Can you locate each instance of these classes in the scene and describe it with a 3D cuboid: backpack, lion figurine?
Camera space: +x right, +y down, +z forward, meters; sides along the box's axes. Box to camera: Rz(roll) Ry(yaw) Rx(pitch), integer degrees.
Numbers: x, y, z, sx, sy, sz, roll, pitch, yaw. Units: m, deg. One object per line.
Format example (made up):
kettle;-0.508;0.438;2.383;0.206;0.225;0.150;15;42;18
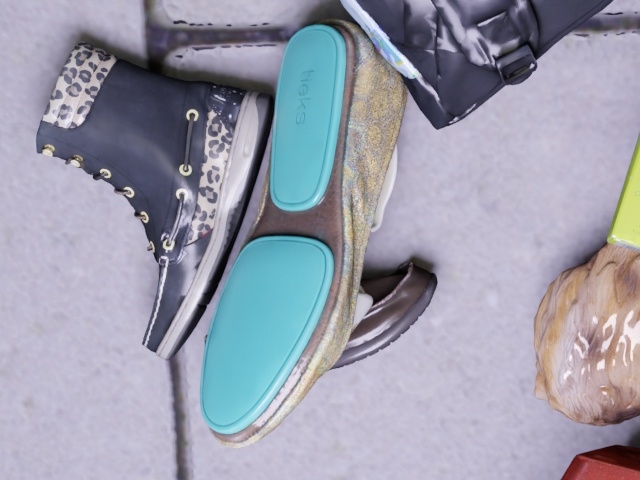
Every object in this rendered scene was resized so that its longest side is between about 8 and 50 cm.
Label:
backpack;0.067;-0.315;1.088;0.355;0.273;0.290;37;114;-25
lion figurine;0.370;0.041;1.182;0.392;0.142;0.240;4;89;11

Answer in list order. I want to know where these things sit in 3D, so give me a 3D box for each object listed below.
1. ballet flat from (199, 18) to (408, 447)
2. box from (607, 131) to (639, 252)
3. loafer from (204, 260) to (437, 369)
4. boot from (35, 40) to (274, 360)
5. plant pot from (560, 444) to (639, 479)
ballet flat;0.000;0.000;1.179;0.123;0.123;0.349;12;81;1
box;0.293;-0.068;1.111;0.109;0.042;0.178;18;88;5
loafer;-0.006;0.069;1.251;0.220;0.080;0.078;-28;100;9
boot;-0.154;-0.036;1.237;0.178;0.085;0.236;20;95;1
plant pot;0.277;0.296;1.152;0.267;0.267;0.236;13;90;22
